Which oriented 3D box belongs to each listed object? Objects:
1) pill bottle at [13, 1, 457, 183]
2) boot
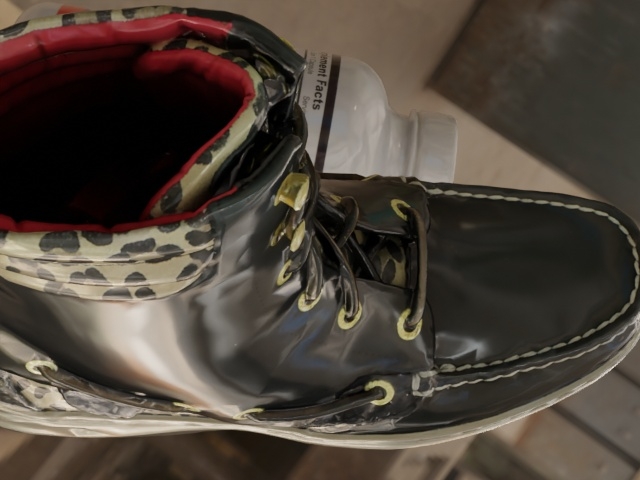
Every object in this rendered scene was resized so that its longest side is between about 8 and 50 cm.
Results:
[{"bbox_3d":[-0.072,-0.058,1.209,0.181,0.323,0.181,-169,-90,-87],"label":"pill bottle"},{"bbox_3d":[-0.001,0.002,0.486,0.178,0.236,0.085,103,-18,-69],"label":"boot"}]
